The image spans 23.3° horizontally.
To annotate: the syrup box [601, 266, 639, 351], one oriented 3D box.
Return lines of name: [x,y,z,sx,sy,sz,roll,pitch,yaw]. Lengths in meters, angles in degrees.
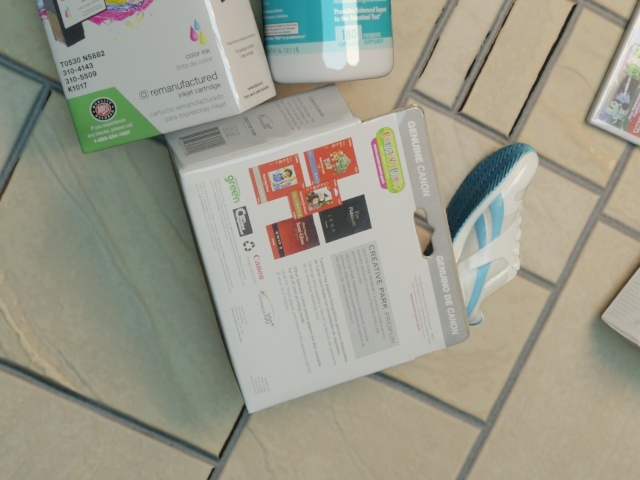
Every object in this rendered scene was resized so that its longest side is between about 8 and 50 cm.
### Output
syrup box: [0.456,0.040,1.855,0.093,0.096,0.237,38,91,-29]

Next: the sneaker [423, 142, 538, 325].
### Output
sneaker: [0.198,-0.009,1.831,0.092,0.087,0.228,27,100,-18]

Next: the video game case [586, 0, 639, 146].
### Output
video game case: [0.440,-0.198,1.869,0.183,0.023,0.201,23,94,-11]

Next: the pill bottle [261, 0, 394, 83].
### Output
pill bottle: [0.003,-0.309,1.726,0.146,0.146,0.264,-5,98,-8]

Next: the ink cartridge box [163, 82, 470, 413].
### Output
ink cartridge box: [0.000,0.000,1.734,0.272,0.130,0.309,-16,117,-6]

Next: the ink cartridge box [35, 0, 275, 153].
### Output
ink cartridge box: [-0.192,-0.257,1.682,0.201,0.117,0.278,-13,100,21]
